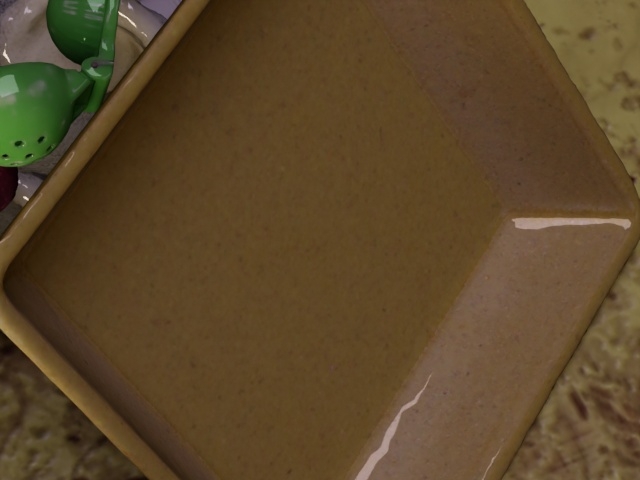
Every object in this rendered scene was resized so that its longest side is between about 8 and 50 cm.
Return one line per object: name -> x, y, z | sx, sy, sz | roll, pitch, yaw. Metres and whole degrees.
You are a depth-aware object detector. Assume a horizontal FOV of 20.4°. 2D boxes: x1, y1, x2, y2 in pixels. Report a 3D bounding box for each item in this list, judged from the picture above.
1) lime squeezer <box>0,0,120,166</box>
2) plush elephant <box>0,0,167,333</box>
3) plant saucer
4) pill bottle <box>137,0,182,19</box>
lime squeezer -> -0.137, -0.097, 0.818 | 0.110, 0.059, 0.310 | 31, 57, 20
plush elephant -> -0.213, -0.050, 0.930 | 0.255, 0.272, 0.330 | 9, 94, -37
plant saucer -> 0.000, 0.000, 0.896 | 0.081, 0.333, 0.332 | 6, 53, 45
pill bottle -> -0.038, -0.135, 1.053 | 0.137, 0.078, 0.078 | -24, 66, -14
